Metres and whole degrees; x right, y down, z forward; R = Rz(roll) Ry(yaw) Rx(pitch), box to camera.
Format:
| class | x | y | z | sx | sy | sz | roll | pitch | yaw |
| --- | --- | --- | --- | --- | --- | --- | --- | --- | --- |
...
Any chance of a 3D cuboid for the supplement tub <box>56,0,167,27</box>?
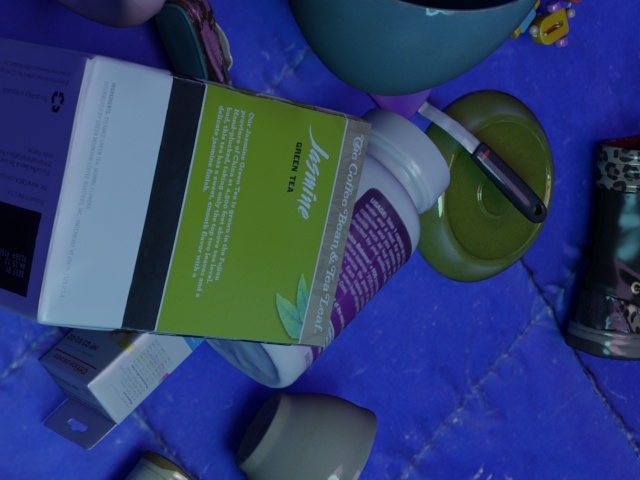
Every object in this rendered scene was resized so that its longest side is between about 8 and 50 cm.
| class | x | y | z | sx | sy | sz | roll | pitch | yaw |
| --- | --- | --- | --- | --- | --- | --- | --- | --- | --- |
| supplement tub | -0.154 | -0.382 | 1.439 | 0.325 | 0.235 | 0.235 | -52 | 126 | -16 |

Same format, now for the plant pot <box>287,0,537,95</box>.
| class | x | y | z | sx | sy | sz | roll | pitch | yaw |
| --- | --- | --- | --- | --- | --- | --- | --- | --- | --- |
| plant pot | 0.083 | -0.267 | 1.656 | 0.290 | 0.290 | 0.195 | -24 | 149 | -32 |

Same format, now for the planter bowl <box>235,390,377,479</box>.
| class | x | y | z | sx | sy | sz | roll | pitch | yaw |
| --- | --- | --- | --- | --- | --- | --- | --- | --- | --- |
| planter bowl | -0.026 | 0.234 | 1.747 | 0.109 | 0.162 | 0.162 | 31 | 80 | -12 |

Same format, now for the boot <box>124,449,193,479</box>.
| class | x | y | z | sx | sy | sz | roll | pitch | yaw |
| --- | --- | --- | --- | --- | --- | --- | --- | --- | --- |
| boot | -0.168 | 0.382 | 1.691 | 0.203 | 0.095 | 0.262 | -47 | 119 | -21 |

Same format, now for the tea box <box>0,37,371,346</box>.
| class | x | y | z | sx | sy | sz | roll | pitch | yaw |
| --- | --- | --- | --- | --- | --- | --- | --- | --- | --- |
| tea box | -0.192 | -0.050 | 1.412 | 0.323 | 0.329 | 0.220 | 10 | 94 | -46 |

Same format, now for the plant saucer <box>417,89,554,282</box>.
| class | x | y | z | sx | sy | sz | roll | pitch | yaw |
| --- | --- | --- | --- | --- | --- | --- | --- | --- | --- |
| plant saucer | 0.208 | -0.063 | 1.925 | 0.241 | 0.037 | 0.241 | -10 | 106 | -37 |

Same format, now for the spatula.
| class | x | y | z | sx | sy | sz | roll | pitch | yaw |
| --- | --- | --- | --- | --- | --- | --- | --- | --- | --- |
| spatula | 0.163 | -0.122 | 1.840 | 0.296 | 0.030 | 0.084 | 43 | 73 | -13 |

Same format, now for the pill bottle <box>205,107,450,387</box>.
| class | x | y | z | sx | sy | sz | roll | pitch | yaw |
| --- | --- | --- | --- | --- | --- | --- | --- | --- | --- |
| pill bottle | 0.000 | 0.000 | 1.691 | 0.301 | 0.169 | 0.169 | -46 | 124 | -20 |

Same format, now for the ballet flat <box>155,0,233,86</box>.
| class | x | y | z | sx | sy | sz | roll | pitch | yaw |
| --- | --- | --- | --- | --- | --- | --- | --- | --- | --- |
| ballet flat | -0.114 | -0.162 | 1.635 | 0.079 | 0.077 | 0.221 | -40 | 123 | -48 |

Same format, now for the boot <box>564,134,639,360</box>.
| class | x | y | z | sx | sy | sz | roll | pitch | yaw |
| --- | --- | --- | --- | --- | --- | --- | --- | --- | --- |
| boot | 0.489 | 0.004 | 2.103 | 0.377 | 0.138 | 0.284 | -4 | 103 | -32 |

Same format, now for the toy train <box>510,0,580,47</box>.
| class | x | y | z | sx | sy | sz | roll | pitch | yaw |
| --- | --- | --- | --- | --- | --- | --- | --- | --- | --- |
| toy train | 0.263 | -0.300 | 1.910 | 0.166 | 0.046 | 0.125 | -2 | 100 | -41 |

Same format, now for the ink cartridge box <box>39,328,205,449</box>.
| class | x | y | z | sx | sy | sz | roll | pitch | yaw |
| --- | --- | --- | --- | --- | --- | --- | --- | --- | --- |
| ink cartridge box | -0.209 | 0.119 | 1.595 | 0.181 | 0.104 | 0.061 | -45 | 123 | -21 |
